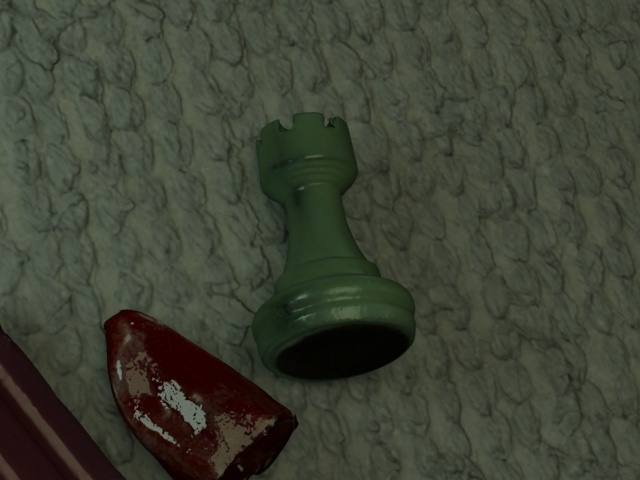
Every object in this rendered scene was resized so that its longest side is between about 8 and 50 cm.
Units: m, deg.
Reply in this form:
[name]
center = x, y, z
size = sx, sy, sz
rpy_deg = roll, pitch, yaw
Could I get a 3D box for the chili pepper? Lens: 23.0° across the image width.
[chili pepper]
center = -0.165, 0.188, 1.812
size = 0.252, 0.136, 0.144
rpy_deg = 38, 109, 9

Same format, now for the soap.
[soap]
center = -0.367, 0.222, 1.657
size = 0.359, 0.128, 0.233
rpy_deg = 51, 28, 4

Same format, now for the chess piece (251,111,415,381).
[chess piece]
center = 0.000, 0.000, 1.889
size = 0.194, 0.194, 0.299
rpy_deg = -1, 63, -18
